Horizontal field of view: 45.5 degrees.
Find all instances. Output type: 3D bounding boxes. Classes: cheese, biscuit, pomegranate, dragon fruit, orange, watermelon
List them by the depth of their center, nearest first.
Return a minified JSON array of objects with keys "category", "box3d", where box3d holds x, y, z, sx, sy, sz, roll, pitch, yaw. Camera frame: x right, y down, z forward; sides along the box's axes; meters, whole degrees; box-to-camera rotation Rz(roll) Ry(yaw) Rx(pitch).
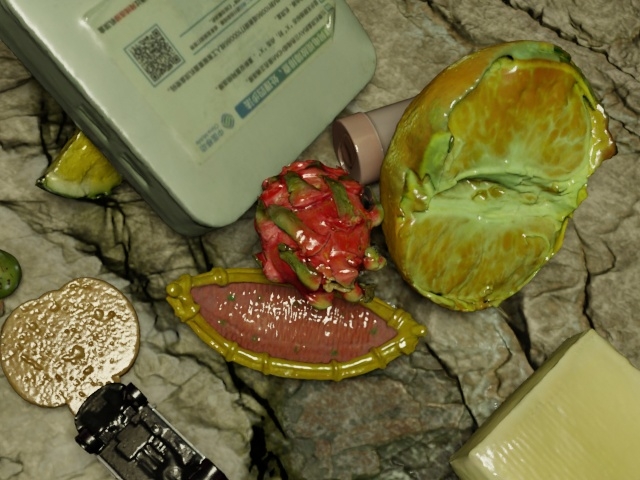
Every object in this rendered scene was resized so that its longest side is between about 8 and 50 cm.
[{"category":"cheese","box3d":[0.329,0.280,0.903,0.242,0.124,0.265,-40,79,-13]},{"category":"dragon fruit","box3d":[0.000,0.000,0.912,0.160,0.166,0.172,-28,45,21]},{"category":"biscuit","box3d":[-0.300,0.135,0.937,0.170,0.050,0.170,3,75,-11]},{"category":"orange","box3d":[0.194,-0.086,0.943,0.262,0.334,0.196,-15,41,-35]},{"category":"pomegranate","box3d":[-0.414,0.050,0.949,0.073,0.073,0.084,28,94,5]},{"category":"watermelon","box3d":[-0.273,-0.163,1.005,0.123,0.129,0.301,24,64,9]}]

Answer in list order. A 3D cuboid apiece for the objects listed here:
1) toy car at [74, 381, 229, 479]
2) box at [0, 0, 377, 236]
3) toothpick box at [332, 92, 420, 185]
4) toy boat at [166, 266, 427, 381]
[{"category":"toy car","box3d":[-0.186,0.254,0.875,0.209,0.108,0.089,39,73,13]},{"category":"box","box3d":[-0.148,-0.260,0.965,0.396,0.111,0.396,-48,111,-28]},{"category":"toothpick box","box3d":[0.103,-0.141,1.049,0.149,0.098,0.098,-20,73,-12]},{"category":"toy boat","box3d":[-0.032,0.101,0.950,0.318,0.099,0.141,10,72,-4]}]
